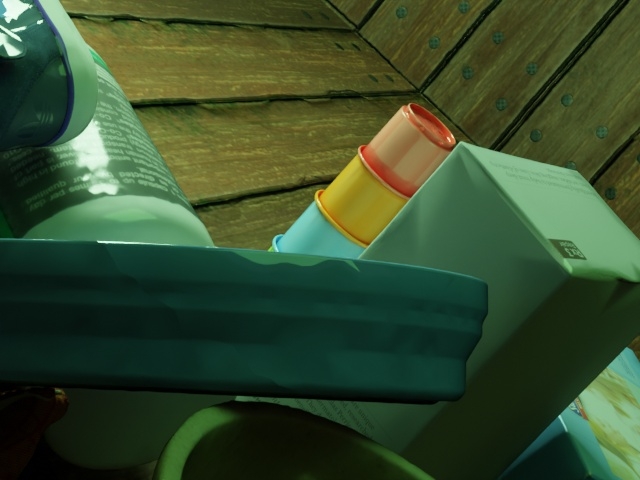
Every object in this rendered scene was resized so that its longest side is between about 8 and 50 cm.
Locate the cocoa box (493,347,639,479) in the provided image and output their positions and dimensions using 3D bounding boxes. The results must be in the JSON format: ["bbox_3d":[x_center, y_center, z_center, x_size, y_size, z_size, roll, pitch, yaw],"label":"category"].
[{"bbox_3d":[0.210,0.232,1.633,0.231,0.228,0.347,30,21,-27],"label":"cocoa box"}]

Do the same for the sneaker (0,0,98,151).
[{"bbox_3d":[-0.331,-0.189,1.277,0.236,0.130,0.323,-5,50,-50],"label":"sneaker"}]

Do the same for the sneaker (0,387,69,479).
[{"bbox_3d":[-0.224,0.140,1.147,0.175,0.064,0.067,-28,106,-65],"label":"sneaker"}]

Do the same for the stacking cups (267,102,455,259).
[{"bbox_3d":[0.000,0.000,1.620,0.096,0.316,0.096,33,20,-14],"label":"stacking cups"}]

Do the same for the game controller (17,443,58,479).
[{"bbox_3d":[-0.296,0.151,1.131,0.166,0.067,0.319,59,22,9],"label":"game controller"}]

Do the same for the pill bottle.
[{"bbox_3d":[-0.206,0.000,1.397,0.204,0.204,0.361,21,25,-44],"label":"pill bottle"}]

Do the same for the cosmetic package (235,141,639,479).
[{"bbox_3d":[0.090,0.114,1.424,0.156,0.385,0.217,50,20,27],"label":"cosmetic package"}]

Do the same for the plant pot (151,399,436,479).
[{"bbox_3d":[-0.033,0.308,0.869,0.334,0.305,0.334,35,19,-14],"label":"plant pot"}]

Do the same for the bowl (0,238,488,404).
[{"bbox_3d":[-0.096,0.055,1.032,0.391,0.077,0.391,3,-5,0],"label":"bowl"}]
